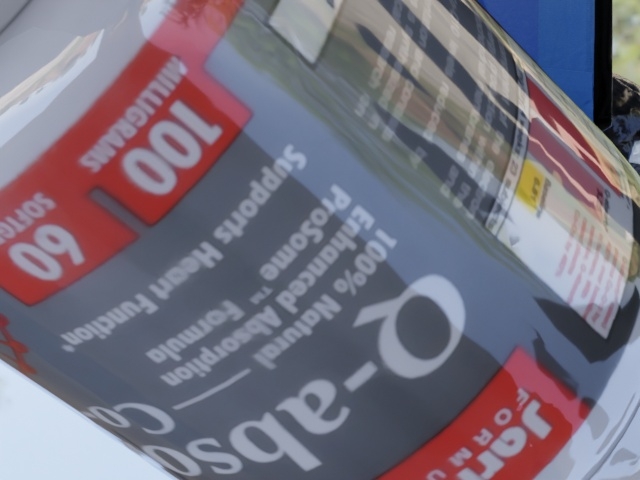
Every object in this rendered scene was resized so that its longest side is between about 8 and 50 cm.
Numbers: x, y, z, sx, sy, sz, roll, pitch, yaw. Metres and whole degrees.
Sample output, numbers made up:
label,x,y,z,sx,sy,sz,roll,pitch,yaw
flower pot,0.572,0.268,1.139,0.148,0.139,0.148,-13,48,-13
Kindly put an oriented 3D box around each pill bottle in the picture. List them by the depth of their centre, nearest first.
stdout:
label,x,y,z,sx,sy,sz,roll,pitch,yaw
pill bottle,0.000,0.000,0.669,0.210,0.363,0.210,-30,-141,27

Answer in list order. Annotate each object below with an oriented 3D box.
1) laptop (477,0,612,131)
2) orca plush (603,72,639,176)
label,x,y,z,sx,sy,sz,roll,pitch,yaw
laptop,0.062,-0.204,1.056,0.136,0.234,0.264,-9,157,29
orca plush,0.183,-0.158,1.413,0.102,0.287,0.151,-51,169,29
